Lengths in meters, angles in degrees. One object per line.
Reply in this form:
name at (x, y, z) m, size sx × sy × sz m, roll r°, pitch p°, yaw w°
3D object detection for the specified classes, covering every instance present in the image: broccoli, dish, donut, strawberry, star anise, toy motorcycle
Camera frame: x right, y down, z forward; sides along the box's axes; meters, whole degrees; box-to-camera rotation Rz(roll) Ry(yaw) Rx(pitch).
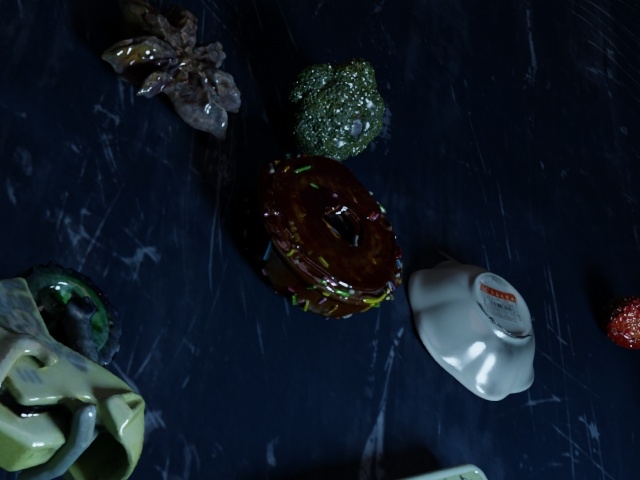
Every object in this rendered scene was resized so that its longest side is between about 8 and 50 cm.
broccoli at (0.023, -0.179, 2.065) m, size 0.162 × 0.145 × 0.138 m, roll -2°, pitch 25°, yaw -30°
dish at (0.227, 0.104, 2.039) m, size 0.229 × 0.081 × 0.229 m, roll 27°, pitch 39°, yaw -25°
donut at (0.000, 0.000, 1.894) m, size 0.235 × 0.089 × 0.235 m, roll 27°, pitch 39°, yaw -25°
strawberry at (0.471, 0.126, 2.283) m, size 0.096 × 0.083 × 0.083 m, roll 37°, pitch 36°, yaw -26°
star anise at (-0.185, -0.236, 1.941) m, size 0.212 × 0.073 × 0.197 m, roll 26°, pitch 43°, yaw -31°
toy motorcycle at (-0.318, 0.153, 1.355) m, size 0.410 × 0.168 × 0.237 m, roll -18°, pitch 64°, yaw -47°

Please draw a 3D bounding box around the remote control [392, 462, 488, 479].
remote control at (0.092, 0.336, 1.688) m, size 0.335 × 0.065 × 0.128 m, roll -3°, pitch 56°, yaw -47°
